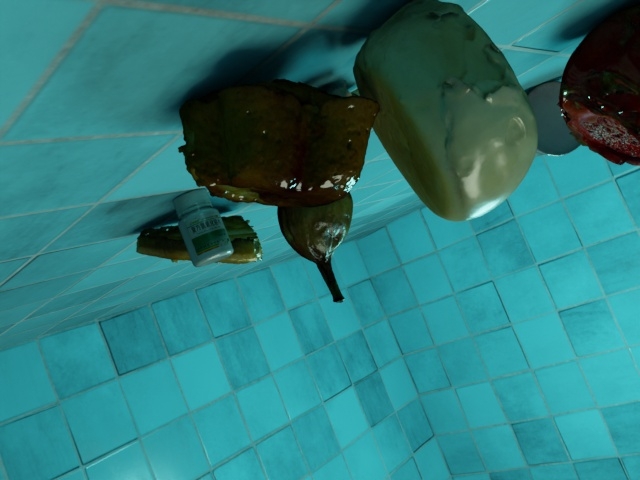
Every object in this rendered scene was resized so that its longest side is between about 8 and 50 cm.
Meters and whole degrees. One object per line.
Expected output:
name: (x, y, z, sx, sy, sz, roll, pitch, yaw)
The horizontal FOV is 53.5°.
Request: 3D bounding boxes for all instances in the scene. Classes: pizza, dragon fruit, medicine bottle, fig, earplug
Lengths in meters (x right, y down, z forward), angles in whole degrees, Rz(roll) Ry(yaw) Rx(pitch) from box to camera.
pizza: (-0.256, 0.000, 1.337, 0.251, 0.074, 0.287, 0, -169, -11)
dragon fruit: (0.585, -0.273, 1.115, 0.301, 0.296, 0.295, -31, 174, 7)
medicine bottle: (-0.218, -0.023, 1.170, 0.080, 0.131, 0.080, -22, 176, -2)
fig: (-0.005, -0.012, 1.477, 0.190, 0.291, 0.191, -5, 154, -3)
earplug: (0.522, -0.278, 1.604, 0.172, 0.173, 0.301, -21, -178, -6)

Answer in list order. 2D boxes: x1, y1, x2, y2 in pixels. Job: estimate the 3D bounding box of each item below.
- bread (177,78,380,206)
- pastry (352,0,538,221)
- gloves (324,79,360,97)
bread: (-0.056, -0.116, 0.771, 0.231, 0.135, 0.246, 6, 176, -13)
pastry: (0.140, -0.149, 0.735, 0.133, 0.265, 0.265, -33, 175, 0)
gloves: (-0.002, -0.166, 0.926, 0.153, 0.071, 0.114, -22, 176, 26)
